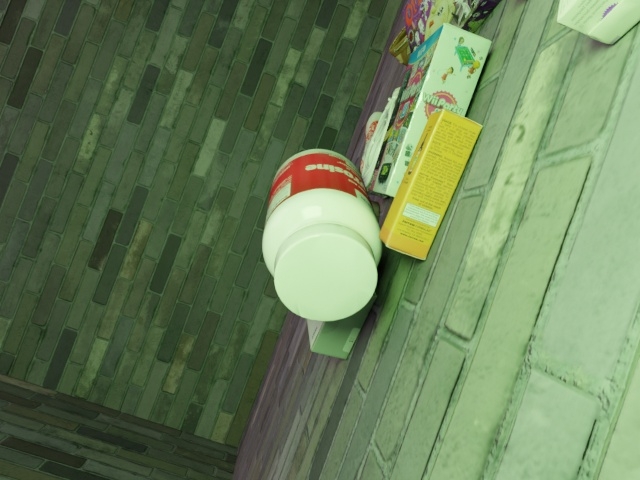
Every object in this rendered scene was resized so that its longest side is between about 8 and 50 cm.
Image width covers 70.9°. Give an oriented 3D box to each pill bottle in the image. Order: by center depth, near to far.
[{"bbox_3d":[0.001,-0.027,0.921,0.407,0.229,0.229,-95,25,-62],"label":"pill bottle"}]

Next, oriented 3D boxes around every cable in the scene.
[{"bbox_3d":[0.181,-0.237,1.187,0.257,0.089,0.257,115,172,-46],"label":"cable"}]

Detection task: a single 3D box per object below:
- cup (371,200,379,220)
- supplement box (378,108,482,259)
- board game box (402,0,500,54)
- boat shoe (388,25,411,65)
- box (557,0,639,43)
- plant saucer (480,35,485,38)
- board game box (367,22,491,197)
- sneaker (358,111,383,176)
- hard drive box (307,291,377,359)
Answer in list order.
[{"bbox_3d":[0.000,0.000,1.325,0.331,0.237,0.331,-159,90,-85],"label":"cup"},{"bbox_3d":[0.177,-0.092,0.743,0.078,0.080,0.233,-101,30,-78],"label":"supplement box"},{"bbox_3d":[0.278,-0.529,1.014,0.347,0.056,0.208,138,127,-79],"label":"board game box"},{"bbox_3d":[0.294,-0.616,1.225,0.324,0.120,0.122,124,166,-49],"label":"boat shoe"},{"bbox_3d":[0.307,-0.349,0.462,0.067,0.063,0.324,120,169,-68],"label":"box"},{"bbox_3d":[0.295,-0.358,0.882,0.083,0.013,0.083,-160,90,-84],"label":"plant saucer"},{"bbox_3d":[0.196,-0.226,0.881,0.224,0.097,0.303,-113,41,-81],"label":"board game box"},{"bbox_3d":[0.191,-0.323,1.410,0.145,0.090,0.270,125,161,-66],"label":"sneaker"},{"bbox_3d":[0.037,0.132,1.069,0.232,0.089,0.181,-101,31,-64],"label":"hard drive box"}]
